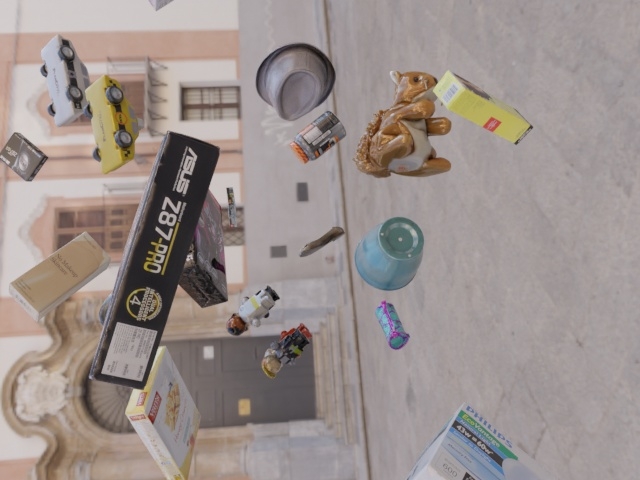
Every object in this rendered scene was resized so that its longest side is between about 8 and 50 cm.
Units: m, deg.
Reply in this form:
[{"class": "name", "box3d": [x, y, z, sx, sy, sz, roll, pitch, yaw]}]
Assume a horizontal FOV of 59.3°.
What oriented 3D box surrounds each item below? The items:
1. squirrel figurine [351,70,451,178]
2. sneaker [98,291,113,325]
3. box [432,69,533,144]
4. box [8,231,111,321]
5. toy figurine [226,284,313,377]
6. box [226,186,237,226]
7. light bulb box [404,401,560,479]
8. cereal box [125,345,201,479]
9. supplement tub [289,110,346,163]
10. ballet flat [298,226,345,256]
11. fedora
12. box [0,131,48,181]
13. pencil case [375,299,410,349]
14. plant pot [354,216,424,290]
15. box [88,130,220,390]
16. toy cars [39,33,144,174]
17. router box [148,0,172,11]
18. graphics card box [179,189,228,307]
[{"class": "squirrel figurine", "box3d": [0.283, -0.429, 2.070, 0.397, 0.281, 0.370, -15, 65, 51]}, {"class": "sneaker", "box3d": [-0.586, 0.155, 1.794, 0.300, 0.111, 0.121, -48, 2, -18]}, {"class": "box", "box3d": [0.357, -0.287, 1.228, 0.058, 0.232, 0.087, -52, 40, 28]}, {"class": "box", "box3d": [-0.914, 0.123, 1.987, 0.311, 0.148, 0.121, -46, 5, -36]}, {"class": "toy figurine", "box3d": [-0.136, 0.233, 1.437, 0.213, 0.148, 0.209, 49, 180, 0]}, {"class": "box", "box3d": [-0.317, -0.120, 2.005, 0.137, 0.027, 0.093, -112, 19, -58]}, {"class": "light bulb box", "box3d": [0.414, 0.679, 1.463, 0.225, 0.358, 0.361, -59, -17, 25]}, {"class": "cereal box", "box3d": [-0.322, 0.366, 1.184, 0.173, 0.048, 0.240, -89, -11, -54]}, {"class": "supplement tub", "box3d": [-0.011, -0.367, 2.021, 0.117, 0.190, 0.117, 51, 176, 4]}, {"class": "ballet flat", "box3d": [0.000, 0.000, 2.415, 0.058, 0.250, 0.084, 57, 151, 8]}, {"class": "fedora", "box3d": [-0.076, -0.463, 1.722, 0.275, 0.244, 0.124, -49, 32, 43]}, {"class": "box", "box3d": [-0.618, -0.173, 1.168, 0.067, 0.083, 0.018, -50, -3, 9]}, {"class": "pencil case", "box3d": [0.208, 0.247, 1.645, 0.151, 0.065, 0.070, -111, 1, -58]}, {"class": "plant pot", "box3d": [0.293, 0.037, 2.244, 0.255, 0.272, 0.271, 111, 156, -67]}, {"class": "box", "box3d": [-0.292, 0.018, 0.986, 0.318, 0.097, 0.394, -164, 91, -70]}, {"class": "toy cars", "box3d": [-0.484, -0.292, 1.206, 0.394, 0.087, 0.176, 40, 116, 29]}, {"class": "router box", "box3d": [-0.552, -0.891, 1.693, 0.301, 0.082, 0.335, 55, 168, -14]}, {"class": "graphics card box", "box3d": [-0.362, -0.016, 1.645, 0.232, 0.094, 0.370, 67, -169, -55]}]
